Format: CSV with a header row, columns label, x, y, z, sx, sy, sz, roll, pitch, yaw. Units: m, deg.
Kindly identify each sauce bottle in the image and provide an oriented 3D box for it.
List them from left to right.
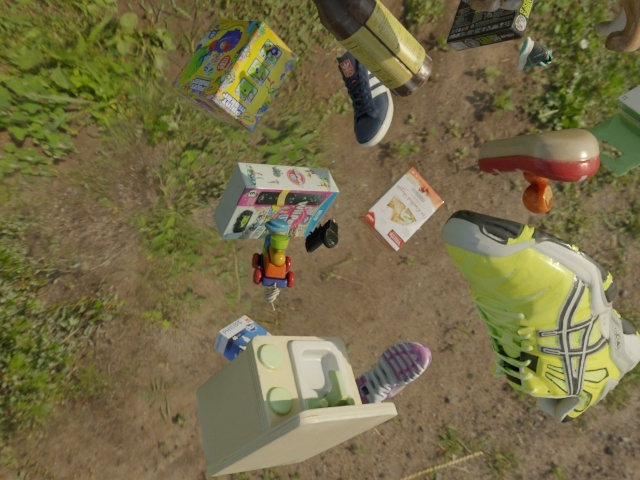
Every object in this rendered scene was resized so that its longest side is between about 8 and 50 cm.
label,x,y,z,sx,sy,sz,roll,pitch,yaw
sauce bottle,0.078,-0.423,1.073,0.344,0.111,0.111,36,84,-32

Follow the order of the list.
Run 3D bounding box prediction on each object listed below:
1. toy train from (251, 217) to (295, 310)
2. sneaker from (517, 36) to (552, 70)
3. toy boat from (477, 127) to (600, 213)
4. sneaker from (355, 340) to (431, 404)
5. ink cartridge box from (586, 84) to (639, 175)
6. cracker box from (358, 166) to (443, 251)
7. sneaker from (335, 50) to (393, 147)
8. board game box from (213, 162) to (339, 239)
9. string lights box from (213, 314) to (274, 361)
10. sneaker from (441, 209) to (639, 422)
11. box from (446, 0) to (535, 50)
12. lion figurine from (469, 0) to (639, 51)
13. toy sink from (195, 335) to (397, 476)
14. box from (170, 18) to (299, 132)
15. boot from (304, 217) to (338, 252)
label,x,y,z,sx,sy,sz,roll,pitch,yaw
toy train,-0.108,0.050,1.380,0.105,0.248,0.143,6,113,-12
sneaker,0.534,-0.450,1.372,0.076,0.166,0.065,24,105,16
toy boat,0.408,-0.125,1.038,0.151,0.231,0.151,-11,98,-18
sneaker,0.183,0.315,1.323,0.104,0.236,0.095,5,49,-43
ink cartridge box,0.732,-0.267,1.259,0.235,0.171,0.056,-29,135,5
cracker box,0.256,-0.098,1.763,0.232,0.067,0.156,-45,98,-11
sneaker,0.105,-0.422,1.477,0.148,0.131,0.350,19,65,-40
board game box,-0.131,-0.110,1.626,0.303,0.224,0.097,-3,54,-34
string lights box,-0.188,0.355,1.725,0.260,0.133,0.076,33,121,19
sneaker,0.259,0.103,0.649,0.385,0.145,0.147,39,83,-31
box,0.526,-0.707,1.684,0.060,0.270,0.216,20,87,-31
lion figurine,0.297,-0.377,0.643,0.142,0.392,0.240,-16,129,-34
toy sink,-0.041,0.207,0.731,0.153,0.234,0.131,7,55,-37
box,-0.273,-0.524,1.742,0.177,0.290,0.279,35,84,-44
boot,0.000,0.000,1.466,0.099,0.121,0.045,-37,115,28
